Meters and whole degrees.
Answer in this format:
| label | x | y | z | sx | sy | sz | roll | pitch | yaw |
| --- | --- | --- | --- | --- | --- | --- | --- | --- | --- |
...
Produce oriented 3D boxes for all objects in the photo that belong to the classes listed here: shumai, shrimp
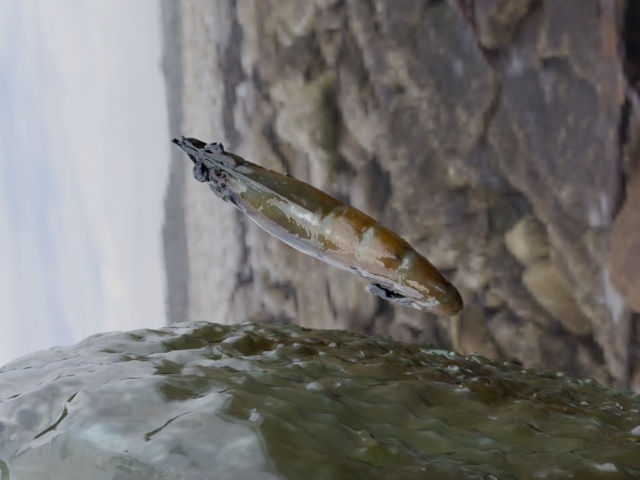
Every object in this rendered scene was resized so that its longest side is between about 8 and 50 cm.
| label | x | y | z | sx | sy | sz | roll | pitch | yaw |
| --- | --- | --- | --- | --- | --- | --- | --- | --- | --- |
| shumai | 0.025 | 0.207 | 0.593 | 0.324 | 0.397 | 0.323 | 14 | 95 | 48 |
| shrimp | 0.000 | 0.000 | 1.100 | 0.051 | 0.262 | 0.198 | -60 | -12 | -10 |
